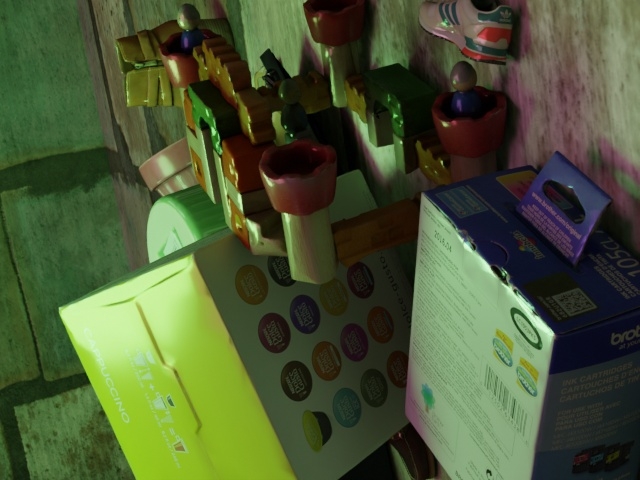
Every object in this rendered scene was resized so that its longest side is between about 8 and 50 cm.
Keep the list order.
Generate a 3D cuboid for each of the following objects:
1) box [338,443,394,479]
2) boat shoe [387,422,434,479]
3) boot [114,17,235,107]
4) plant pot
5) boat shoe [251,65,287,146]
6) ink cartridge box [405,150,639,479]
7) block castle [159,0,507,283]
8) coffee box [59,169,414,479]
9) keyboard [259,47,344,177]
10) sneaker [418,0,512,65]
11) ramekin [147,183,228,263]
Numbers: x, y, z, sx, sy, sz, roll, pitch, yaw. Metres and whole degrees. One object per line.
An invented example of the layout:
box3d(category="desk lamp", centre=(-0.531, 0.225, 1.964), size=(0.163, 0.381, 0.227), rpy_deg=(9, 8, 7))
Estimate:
box3d(category="box", centre=(-0.002, 0.417, 2.027), size=(0.296, 0.182, 0.294), rpy_deg=(174, 82, -69))
box3d(category="boat shoe", centre=(0.111, 0.268, 1.780), size=(0.073, 0.073, 0.207), rpy_deg=(142, 112, -68))
box3d(category="boot", centre=(-0.248, -0.271, 2.178), size=(0.109, 0.220, 0.284), rpy_deg=(164, 92, -70))
box3d(category="plant pot", centre=(-0.225, -0.111, 2.304), size=(0.180, 0.201, 0.201), rpy_deg=(60, 160, 0))
box3d(category="boat shoe", centre=(-0.071, -0.210, 1.973), size=(0.072, 0.068, 0.190), rpy_deg=(-41, 64, 56))
box3d(category="ink cartridge box", centre=(0.219, 0.106, 1.248), size=(0.270, 0.151, 0.396), rpy_deg=(-128, 29, -48))
box3d(category="block castle", centre=(-0.002, -0.167, 1.457), size=(0.453, 0.303, 0.213), rpy_deg=(-130, 26, -52))
box3d(category="coffee box", centre=(-0.090, 0.149, 1.626), size=(0.338, 0.334, 0.338), rpy_deg=(-20, 96, 46))
box3d(category="keyboard", centre=(-0.024, -0.166, 1.780), size=(0.317, 0.033, 0.201), rpy_deg=(63, -171, 32))
box3d(category="sneaker", centre=(0.166, -0.253, 1.314), size=(0.161, 0.057, 0.075), rpy_deg=(51, 132, 53))
box3d(category="ramekin", centre=(-0.189, 0.038, 2.091), size=(0.303, 0.148, 0.303), rpy_deg=(36, 134, 50))
